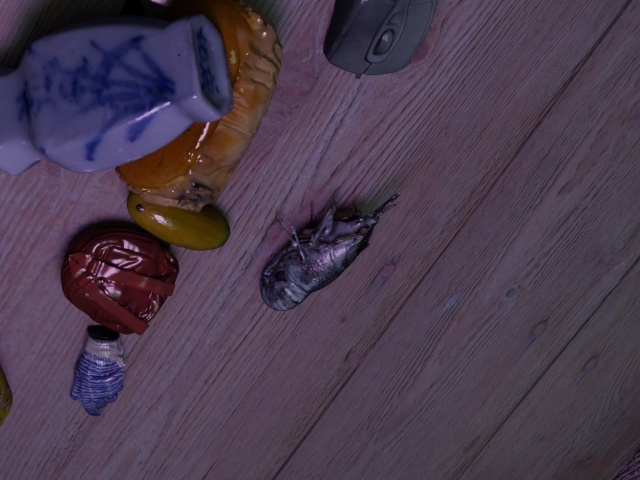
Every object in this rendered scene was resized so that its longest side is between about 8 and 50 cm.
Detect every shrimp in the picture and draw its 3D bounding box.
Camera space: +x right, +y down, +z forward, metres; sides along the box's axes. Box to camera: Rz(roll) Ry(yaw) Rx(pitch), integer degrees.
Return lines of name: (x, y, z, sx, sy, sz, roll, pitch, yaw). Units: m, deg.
shrimp: (-0.001, 0.002, 2.061, 0.372, 0.137, 0.172, -49, 141, 16)

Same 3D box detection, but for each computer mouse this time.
computer mouse: (0.125, -0.446, 1.834, 0.188, 0.122, 0.371, 3, 124, -22)

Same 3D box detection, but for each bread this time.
bread: (-0.226, -0.244, 1.776, 0.183, 0.236, 0.388, 14, 105, -48)

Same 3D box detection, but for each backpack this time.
backpack: (-0.394, 0.069, 1.963, 0.229, 0.139, 0.229, -10, 125, -15)

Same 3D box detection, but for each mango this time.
mango: (-0.263, -0.040, 1.940, 0.237, 0.137, 0.091, 25, 114, -32)

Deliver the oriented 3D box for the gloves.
gloves: (-0.463, 0.280, 2.119, 0.119, 0.097, 0.229, 14, 126, 6)

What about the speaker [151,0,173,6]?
speaker: (-0.314, -0.498, 1.589, 0.231, 0.192, 0.153, 21, 113, -26)

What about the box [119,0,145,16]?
box: (-0.321, -0.381, 1.726, 0.024, 0.083, 0.053, 18, 116, -24)

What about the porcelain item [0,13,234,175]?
porcelain item: (-0.354, -0.238, 1.654, 0.405, 0.178, 0.242, -11, 86, 18)

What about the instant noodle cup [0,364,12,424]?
instant noodle cup: (-0.698, 0.289, 1.970, 0.205, 0.205, 0.153, -21, 133, -7)
